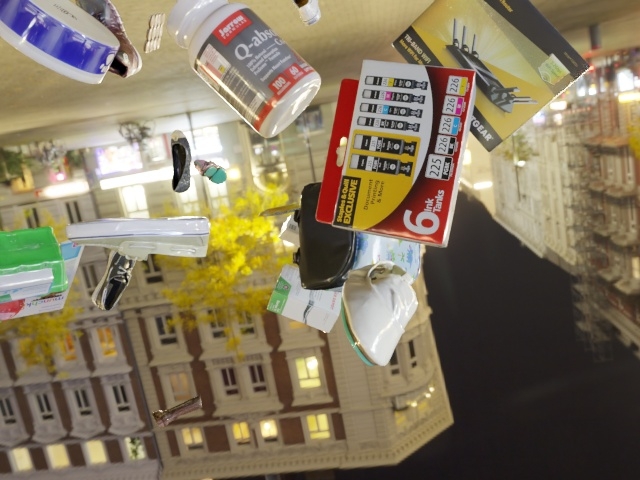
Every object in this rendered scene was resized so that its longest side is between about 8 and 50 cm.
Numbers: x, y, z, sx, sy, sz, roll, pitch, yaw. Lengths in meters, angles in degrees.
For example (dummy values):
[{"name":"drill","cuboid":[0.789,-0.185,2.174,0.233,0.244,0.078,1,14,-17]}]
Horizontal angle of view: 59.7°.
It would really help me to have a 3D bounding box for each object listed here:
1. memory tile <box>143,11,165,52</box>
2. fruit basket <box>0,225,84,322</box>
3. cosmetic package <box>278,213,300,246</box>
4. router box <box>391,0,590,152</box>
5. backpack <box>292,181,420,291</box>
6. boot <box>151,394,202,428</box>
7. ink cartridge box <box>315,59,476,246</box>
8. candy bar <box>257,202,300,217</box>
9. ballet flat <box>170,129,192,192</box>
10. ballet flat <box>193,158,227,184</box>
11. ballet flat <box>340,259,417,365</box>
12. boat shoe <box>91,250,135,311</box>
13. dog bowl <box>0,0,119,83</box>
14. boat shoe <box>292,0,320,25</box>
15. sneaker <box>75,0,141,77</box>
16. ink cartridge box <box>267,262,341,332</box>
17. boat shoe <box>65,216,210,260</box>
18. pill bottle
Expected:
[{"name":"memory tile","cuboid":[-0.499,-0.626,1.676,0.012,0.113,0.148,17,-156,-6]},{"name":"fruit basket","cuboid":[-0.767,0.124,1.376,0.327,0.165,0.353,-10,145,-43]},{"name":"cosmetic package","cuboid":[0.000,0.000,1.711,0.239,0.060,0.099,22,157,-11]},{"name":"router box","cuboid":[0.339,-0.372,1.137,0.243,0.308,0.081,-43,174,19]},{"name":"backpack","cuboid":[0.113,0.019,1.502,0.274,0.289,0.355,-6,160,21]},{"name":"boot","cuboid":[-0.337,0.400,1.323,0.114,0.037,0.106,-27,-170,-23]},{"name":"ink cartridge box","cuboid":[0.126,-0.161,1.043,0.272,0.309,0.130,10,180,16]},{"name":"candy bar","cuboid":[-0.094,-0.085,1.541,0.162,0.018,0.040,-11,164,-18]},{"name":"ballet flat","cuboid":[-0.381,-0.214,1.514,0.058,0.172,0.049,-2,-174,23]},{"name":"ballet flat","cuboid":[-0.408,-0.264,2.058,0.077,0.079,0.221,-46,172,4]},{"name":"ballet flat","cuboid":[0.115,0.105,1.047,0.139,0.139,0.400,-9,-172,5]},{"name":"boat shoe","cuboid":[-0.573,0.098,1.596,0.070,0.219,0.078,19,174,44]},{"name":"dog bowl","cuboid":[-0.609,-0.484,1.289,0.104,0.265,0.265,-51,180,16]},{"name":"boat shoe","cuboid":[-0.025,-0.334,0.761,0.035,0.035,0.100,-23,-129,18]},{"name":"sneaker","cuboid":[-0.656,-0.625,1.704,0.107,0.281,0.162,-25,-151,13]},{"name":"ink cartridge box","cuboid":[-0.041,0.178,1.733,0.209,0.086,0.153,22,-146,-1]},{"name":"boat shoe","cuboid":[-0.392,-0.002,1.219,0.303,0.093,0.109,-2,-174,-15]},{"name":"pill bottle","cuboid":[-0.193,-0.449,1.389,0.210,0.363,0.210,-46,-179,1]}]
